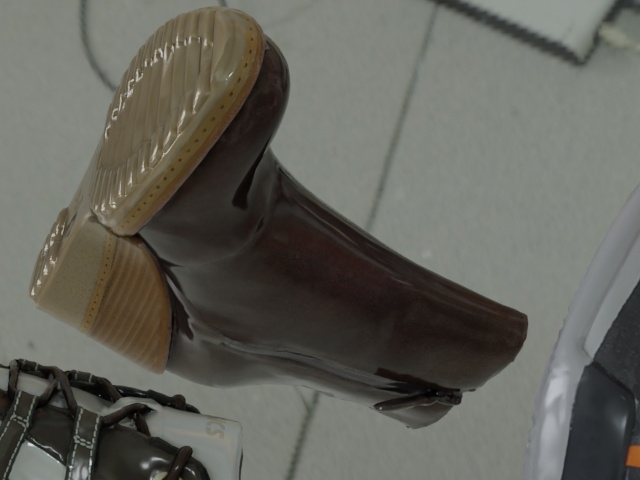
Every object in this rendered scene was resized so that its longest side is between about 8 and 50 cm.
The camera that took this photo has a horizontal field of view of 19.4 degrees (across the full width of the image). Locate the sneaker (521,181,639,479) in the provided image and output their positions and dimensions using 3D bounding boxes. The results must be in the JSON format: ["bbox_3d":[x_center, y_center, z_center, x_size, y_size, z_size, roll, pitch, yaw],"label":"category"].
[{"bbox_3d":[0.198,0.033,0.495,0.180,0.124,0.321,23,29,34],"label":"sneaker"}]

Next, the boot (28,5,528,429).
[{"bbox_3d":[0.000,0.000,0.809,0.207,0.248,0.090,18,60,-15],"label":"boot"}]

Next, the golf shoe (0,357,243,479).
[{"bbox_3d":[-0.072,0.057,0.498,0.094,0.198,0.077,-37,19,6],"label":"golf shoe"}]
